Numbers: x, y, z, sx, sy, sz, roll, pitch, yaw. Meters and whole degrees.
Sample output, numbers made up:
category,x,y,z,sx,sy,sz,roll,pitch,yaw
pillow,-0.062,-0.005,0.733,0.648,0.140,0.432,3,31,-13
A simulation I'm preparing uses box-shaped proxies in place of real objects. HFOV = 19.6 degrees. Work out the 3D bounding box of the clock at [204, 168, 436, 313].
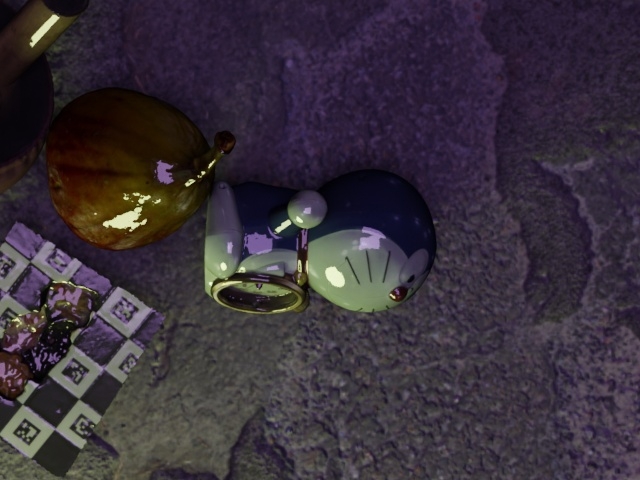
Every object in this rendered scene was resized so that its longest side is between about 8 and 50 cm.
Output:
category,x,y,z,sx,sy,sz,roll,pitch,yaw
clock,0.000,0.000,1.926,0.243,0.199,0.146,0,62,-1

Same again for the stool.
category,x,y,z,sx,sy,sz,roll,pitch,yaw
stool,-0.372,-0.185,1.804,0.272,0.178,0.272,13,57,-21

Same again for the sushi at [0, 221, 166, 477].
category,x,y,z,sx,sy,sz,roll,pitch,yaw
sushi,-0.296,0.112,1.977,0.192,0.050,0.215,34,100,-4

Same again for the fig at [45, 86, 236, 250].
category,x,y,z,sx,sy,sz,roll,pitch,yaw
fig,-0.166,-0.078,1.867,0.145,0.274,0.170,-8,92,-39
